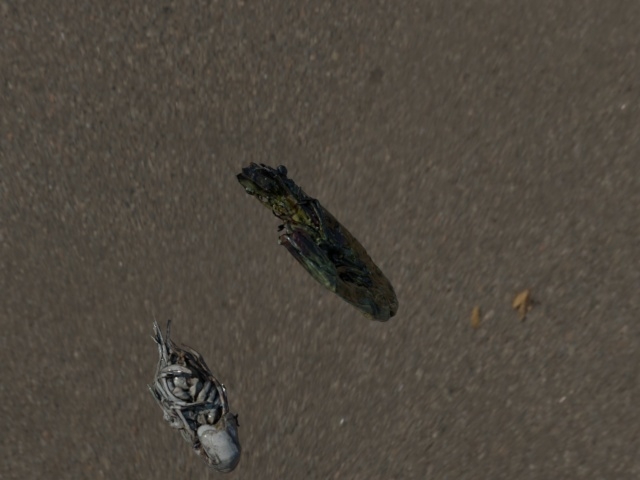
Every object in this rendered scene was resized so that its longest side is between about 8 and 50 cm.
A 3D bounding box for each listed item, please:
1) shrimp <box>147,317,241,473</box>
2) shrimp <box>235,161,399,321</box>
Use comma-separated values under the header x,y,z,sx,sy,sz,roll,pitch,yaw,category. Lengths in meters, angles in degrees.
x,y,z,sx,sy,sz,roll,pitch,yaw,category
-0.118,0.136,0.959,0.056,0.065,0.165,-25,70,-23,shrimp
0.000,0.000,0.804,0.161,0.091,0.034,44,107,-3,shrimp
